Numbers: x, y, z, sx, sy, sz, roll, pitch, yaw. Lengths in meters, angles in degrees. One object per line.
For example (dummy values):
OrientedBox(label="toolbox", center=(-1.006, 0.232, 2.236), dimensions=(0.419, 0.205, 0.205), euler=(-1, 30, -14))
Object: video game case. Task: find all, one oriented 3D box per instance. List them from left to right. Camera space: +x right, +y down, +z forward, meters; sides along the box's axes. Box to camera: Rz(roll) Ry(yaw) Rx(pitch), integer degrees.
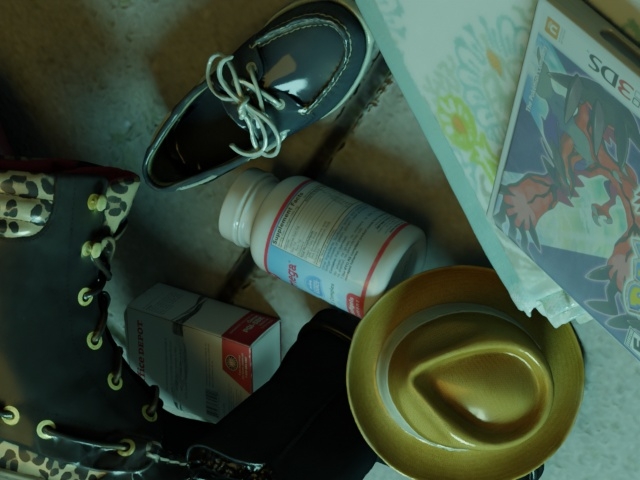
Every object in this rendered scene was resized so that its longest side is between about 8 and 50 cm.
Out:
OrientedBox(label="video game case", center=(0.184, -0.030, 1.100), dimensions=(0.183, 0.023, 0.201), euler=(46, 148, 30))

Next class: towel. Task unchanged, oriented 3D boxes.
OrientedBox(label="towel", center=(0.163, -0.138, 1.163), dimensions=(0.374, 0.090, 0.320), euler=(63, 151, 1))

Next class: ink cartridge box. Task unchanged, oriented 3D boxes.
OrientedBox(label="ink cartridge box", center=(-0.106, 0.106, 1.609), dimensions=(0.135, 0.056, 0.099), euler=(17, 124, 26))

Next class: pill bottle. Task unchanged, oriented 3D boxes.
OrientedBox(label="pill bottle", center=(0.000, 0.000, 1.453), dimensions=(0.160, 0.087, 0.087), euler=(25, 128, 21))

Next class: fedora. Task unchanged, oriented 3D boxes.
OrientedBox(label="fedora", center=(0.118, 0.111, 1.378), dimensions=(0.194, 0.194, 0.079), euler=(57, 176, -7))

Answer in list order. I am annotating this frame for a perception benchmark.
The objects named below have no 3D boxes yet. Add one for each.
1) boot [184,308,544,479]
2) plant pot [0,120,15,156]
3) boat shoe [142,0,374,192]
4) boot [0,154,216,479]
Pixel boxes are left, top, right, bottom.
OrientedBox(label="boot", center=(0.035, 0.189, 1.452), dimensions=(0.246, 0.207, 0.094), euler=(33, 141, 9))
OrientedBox(label="plant pot", center=(-0.353, -0.048, 1.612), dimensions=(0.201, 0.201, 0.180), euler=(-6, 98, 37))
OrientedBox(label="boat shoe", center=(-0.057, -0.113, 1.430), dimensions=(0.254, 0.079, 0.095), euler=(-28, 99, 42))
OrientedBox(label="boot", center=(-0.189, 0.081, 1.493), dimensions=(0.377, 0.138, 0.284), euler=(8, 97, -7))
